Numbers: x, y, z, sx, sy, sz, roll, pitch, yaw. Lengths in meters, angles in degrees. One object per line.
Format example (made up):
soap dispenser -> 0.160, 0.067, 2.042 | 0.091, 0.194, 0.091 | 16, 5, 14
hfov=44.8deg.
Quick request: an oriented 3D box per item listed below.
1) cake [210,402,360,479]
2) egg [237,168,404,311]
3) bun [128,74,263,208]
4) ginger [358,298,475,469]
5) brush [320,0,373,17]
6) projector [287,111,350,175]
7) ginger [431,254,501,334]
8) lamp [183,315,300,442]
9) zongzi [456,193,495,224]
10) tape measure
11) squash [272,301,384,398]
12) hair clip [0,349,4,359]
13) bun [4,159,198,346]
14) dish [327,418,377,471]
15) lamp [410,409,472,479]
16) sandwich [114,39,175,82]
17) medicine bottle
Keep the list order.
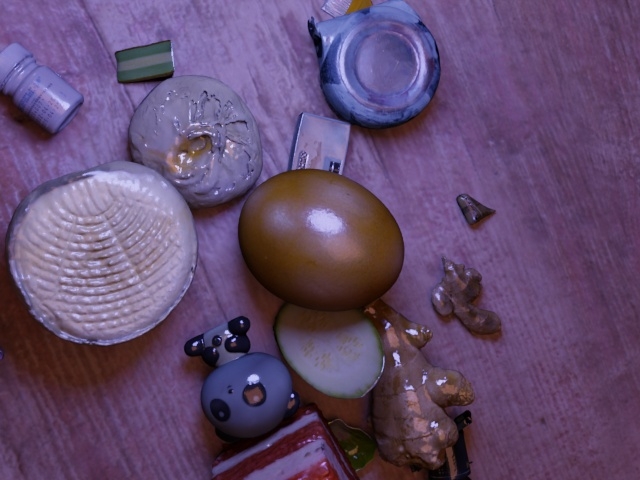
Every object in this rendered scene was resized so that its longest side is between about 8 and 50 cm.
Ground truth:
cake -> -0.055, 0.535, 1.569 | 0.269, 0.319, 0.270 | -29, 100, 0
egg -> 0.000, 0.000, 1.580 | 0.351, 0.282, 0.283 | 17, 88, 18
bun -> -0.253, -0.204, 1.594 | 0.287, 0.146, 0.287 | 0, 90, -12
ginger -> 0.197, 0.306, 1.686 | 0.166, 0.236, 0.375 | -21, 103, -49
brush -> 0.139, -0.488, 1.745 | 0.272, 0.013, 0.103 | 30, 85, -14
projector -> -0.005, -0.194, 1.696 | 0.115, 0.061, 0.147 | 11, 90, -12
ginger -> 0.346, 0.136, 1.795 | 0.214, 0.059, 0.133 | 30, 90, -11
lamp -> -0.165, 0.290, 1.621 | 0.197, 0.198, 0.244 | -25, 87, -11
zongzi -> 0.363, -0.085, 1.804 | 0.083, 0.040, 0.076 | -27, 92, -23
tape measure -> 0.123, -0.377, 1.674 | 0.256, 0.147, 0.275 | -19, 96, -8
squash -> 0.014, 0.208, 1.616 | 0.189, 0.260, 0.189 | -2, 97, -13
hair clip -> -0.750, 0.157, 1.526 | 0.278, 0.090, 0.137 | 44, 69, -19
bun -> -0.428, 0.019, 1.533 | 0.364, 0.202, 0.364 | -2, 95, -18
dish -> 0.059, 0.452, 1.750 | 0.137, 0.039, 0.091 | 44, 88, -8
lamp -> 0.282, 0.519, 1.769 | 0.172, 0.147, 0.227 | -13, 87, 10
sandwich -> -0.362, -0.367, 1.596 | 0.116, 0.074, 0.074 | -8, 93, -13
medicine bottle -> -0.564, -0.298, 1.537 | 0.168, 0.105, 0.105 | 40, 83, -12
